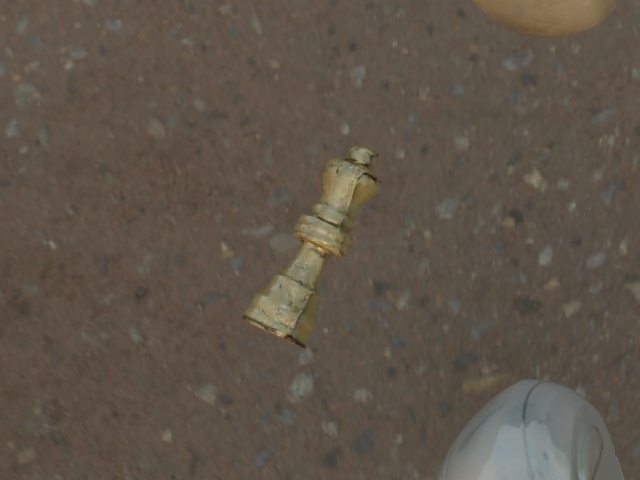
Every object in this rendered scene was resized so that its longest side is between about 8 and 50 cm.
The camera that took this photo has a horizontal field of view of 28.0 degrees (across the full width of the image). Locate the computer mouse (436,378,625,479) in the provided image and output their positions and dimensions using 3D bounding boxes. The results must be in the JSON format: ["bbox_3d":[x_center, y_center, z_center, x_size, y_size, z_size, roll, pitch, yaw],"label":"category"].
[{"bbox_3d":[0.143,0.235,0.795,0.121,0.184,0.297,-14,104,20],"label":"computer mouse"}]

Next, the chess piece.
[{"bbox_3d":[0.001,0.000,1.040,0.060,0.060,0.172,25,83,18],"label":"chess piece"}]

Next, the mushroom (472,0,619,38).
[{"bbox_3d":[0.183,-0.251,0.892,0.215,0.207,0.207,-12,61,26],"label":"mushroom"}]
